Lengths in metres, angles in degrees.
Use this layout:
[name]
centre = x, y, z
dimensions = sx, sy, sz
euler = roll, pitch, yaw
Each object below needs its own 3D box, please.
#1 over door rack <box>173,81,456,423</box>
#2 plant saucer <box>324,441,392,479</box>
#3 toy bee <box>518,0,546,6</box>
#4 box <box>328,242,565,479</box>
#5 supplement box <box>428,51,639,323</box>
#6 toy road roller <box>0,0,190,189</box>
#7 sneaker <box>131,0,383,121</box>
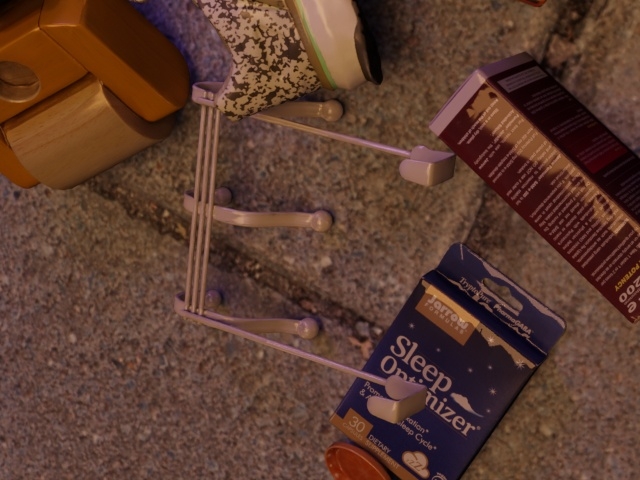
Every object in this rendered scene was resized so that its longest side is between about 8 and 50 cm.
[over door rack]
centre = 0.000, 0.000, 1.545
dimensions = 0.324, 0.108, 0.240
euler = 22, 114, 42
[plant saucer]
centre = 0.041, 0.228, 1.637
dimensions = 0.083, 0.013, 0.083
euler = 30, 147, 22
[toy bee]
centre = 0.191, -0.315, 1.335
dimensions = 0.195, 0.162, 0.298
euler = 0, 116, 8
[box]
centre = 0.117, 0.126, 1.579
dimensions = 0.136, 0.036, 0.225
euler = 37, 116, 13
[supplement box]
centre = 0.218, -0.049, 1.427
dimensions = 0.239, 0.130, 0.073
euler = 45, 117, 10
[toy road roller]
centre = -0.283, -0.233, 1.618
dimensions = 0.202, 0.241, 0.329
euler = -24, 129, 29
[sneaker]
centre = -0.107, -0.284, 1.474
dimensions = 0.182, 0.158, 0.410
euler = -28, 87, 3
